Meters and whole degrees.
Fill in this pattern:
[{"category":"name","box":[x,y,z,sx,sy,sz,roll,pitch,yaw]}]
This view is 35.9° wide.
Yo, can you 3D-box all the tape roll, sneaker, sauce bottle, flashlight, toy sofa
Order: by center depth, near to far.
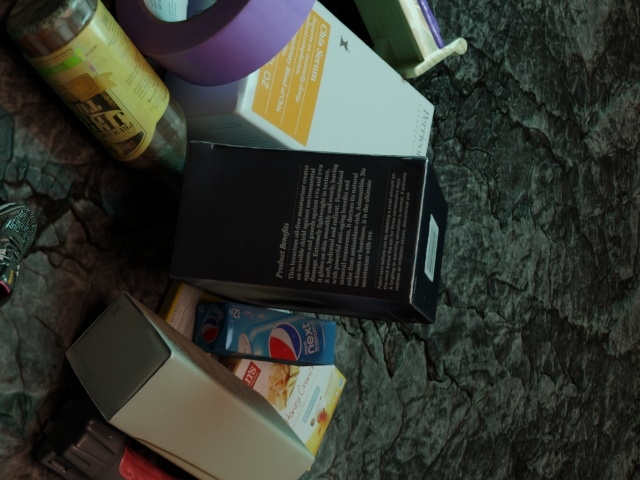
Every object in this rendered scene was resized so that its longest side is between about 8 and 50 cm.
[{"category":"sneaker","box":[-0.356,0.037,1.084,0.072,0.077,0.178,52,49,-41]},{"category":"sauce bottle","box":[-0.238,-0.165,1.217,0.344,0.111,0.111,53,50,-41]},{"category":"tape roll","box":[-0.128,-0.335,1.233,0.090,0.275,0.274,28,67,-51]},{"category":"flashlight","box":[-0.216,0.296,1.255,0.304,0.103,0.103,50,26,-39]},{"category":"toy sofa","box":[0.103,-0.447,1.573,0.177,0.150,0.362,-36,110,-25]}]

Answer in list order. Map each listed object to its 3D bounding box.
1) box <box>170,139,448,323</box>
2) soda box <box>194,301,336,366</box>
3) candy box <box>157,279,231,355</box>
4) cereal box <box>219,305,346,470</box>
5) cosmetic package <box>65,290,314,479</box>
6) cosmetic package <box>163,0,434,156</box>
[{"category":"box","box":[0.000,0.000,1.273,0.296,0.294,0.182,39,58,-74]},{"category":"soda box","box":[-0.075,0.135,1.396,0.210,0.071,0.067,14,74,-44]},{"category":"candy box","box":[-0.166,0.073,1.384,0.105,0.027,0.206,46,54,-41]},{"category":"cereal box","box":[-0.059,0.218,1.508,0.240,0.047,0.173,53,50,-39]},{"category":"cosmetic package","box":[-0.159,0.213,1.255,0.113,0.160,0.309,-47,131,-2]},{"category":"cosmetic package","box":[-0.018,-0.190,1.477,0.453,0.161,0.230,29,67,-50]}]
